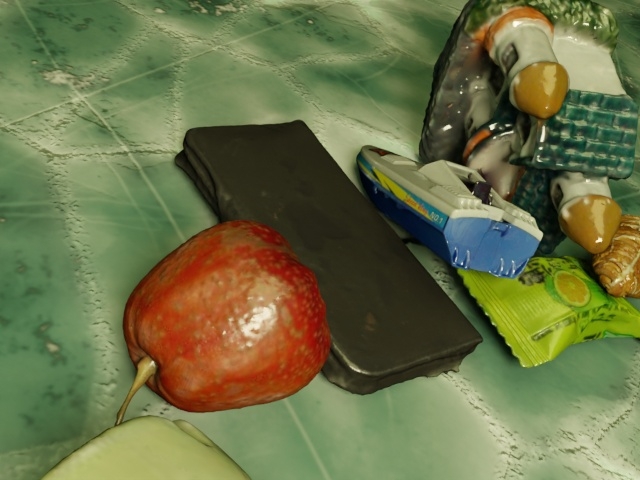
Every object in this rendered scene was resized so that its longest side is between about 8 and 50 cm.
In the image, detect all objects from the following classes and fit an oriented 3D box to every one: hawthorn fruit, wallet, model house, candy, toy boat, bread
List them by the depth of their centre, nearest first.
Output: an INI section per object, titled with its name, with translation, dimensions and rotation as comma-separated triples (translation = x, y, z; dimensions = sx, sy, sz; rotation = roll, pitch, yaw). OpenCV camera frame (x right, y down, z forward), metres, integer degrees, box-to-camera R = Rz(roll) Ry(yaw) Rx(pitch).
[hawthorn fruit]
translation = -0.098, 0.076, 0.627
dimensions = 0.203, 0.162, 0.162
rotation = -24, 56, -21
[wallet]
translation = 0.000, 0.000, 0.816
dimensions = 0.197, 0.051, 0.377
rotation = -12, 51, -39
[candy]
translation = 0.273, 0.069, 0.856
dimensions = 0.246, 0.069, 0.149
rotation = -6, 45, -32
[model house]
translation = 0.242, -0.104, 0.878
dimensions = 0.190, 0.271, 0.301
rotation = 8, 43, -11
[toy boat]
translation = 0.119, -0.060, 0.882
dimensions = 0.129, 0.088, 0.295
rotation = 12, 18, -29
[bread]
translation = 0.377, 0.016, 0.914
dimensions = 0.105, 0.076, 0.233
rotation = 48, 27, 8

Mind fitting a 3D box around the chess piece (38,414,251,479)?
[chess piece]
translation = 0.018, 0.284, 0.386
dimensions = 0.442, 0.234, 0.234
rotation = 35, 41, 18
